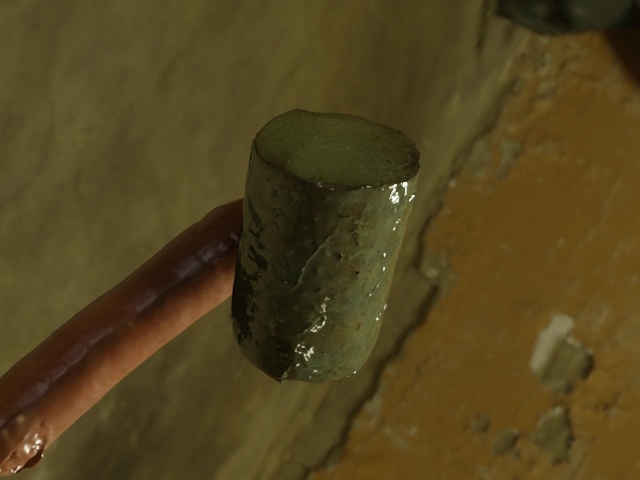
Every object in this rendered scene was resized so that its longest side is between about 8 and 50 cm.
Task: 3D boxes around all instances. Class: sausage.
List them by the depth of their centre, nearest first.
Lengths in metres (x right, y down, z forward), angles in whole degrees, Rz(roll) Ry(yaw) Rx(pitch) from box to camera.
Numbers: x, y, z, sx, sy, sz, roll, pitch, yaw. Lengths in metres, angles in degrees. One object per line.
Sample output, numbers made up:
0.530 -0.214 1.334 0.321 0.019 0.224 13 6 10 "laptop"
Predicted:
-0.215 0.103 1.488 0.419 0.094 0.094 -40 -154 -9 "sausage"

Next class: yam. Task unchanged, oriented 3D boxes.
0.000 0.000 1.340 0.161 0.161 0.268 -47 157 -42 "yam"
